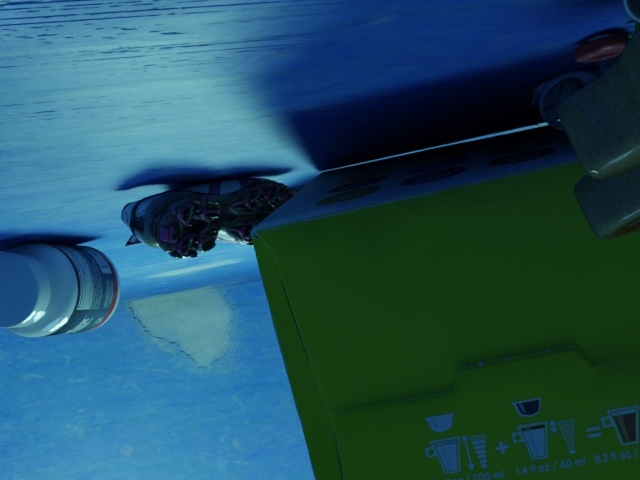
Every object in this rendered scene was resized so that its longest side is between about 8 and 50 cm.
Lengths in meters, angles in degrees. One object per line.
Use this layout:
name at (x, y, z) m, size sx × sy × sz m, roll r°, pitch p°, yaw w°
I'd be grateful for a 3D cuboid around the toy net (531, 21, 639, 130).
toy net at (0.212, -0.110, 0.744) m, size 0.122 × 0.045 × 0.232 m, roll -10°, pitch 176°, yaw -23°

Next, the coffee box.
coffee box at (0.171, 0.088, 0.886) m, size 0.337 × 0.338 × 0.334 m, roll -12°, pitch -172°, yaw 11°

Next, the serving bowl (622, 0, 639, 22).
serving bowl at (0.166, -0.129, 0.452) m, size 0.083 × 0.027 × 0.083 m, roll -13°, pitch 157°, yaw -6°

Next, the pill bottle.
pill bottle at (-0.312, 0.056, 1.194) m, size 0.108 × 0.108 × 0.180 m, roll -12°, pitch 175°, yaw 14°

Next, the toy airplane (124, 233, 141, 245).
toy airplane at (-0.143, -0.021, 1.123) m, size 0.151 × 0.028 × 0.151 m, roll -10°, pitch 174°, yaw -1°

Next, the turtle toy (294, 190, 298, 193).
turtle toy at (0.000, 0.000, 1.160) m, size 0.095 × 0.130 × 0.066 m, roll -1°, pitch 139°, yaw -45°

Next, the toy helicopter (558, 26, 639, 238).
toy helicopter at (0.206, -0.074, 0.452) m, size 0.235 × 0.140 × 0.355 m, roll -22°, pitch 168°, yaw -8°

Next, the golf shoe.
golf shoe at (-0.098, -0.030, 0.986) m, size 0.086 × 0.068 × 0.186 m, roll 21°, pitch -162°, yaw 40°
